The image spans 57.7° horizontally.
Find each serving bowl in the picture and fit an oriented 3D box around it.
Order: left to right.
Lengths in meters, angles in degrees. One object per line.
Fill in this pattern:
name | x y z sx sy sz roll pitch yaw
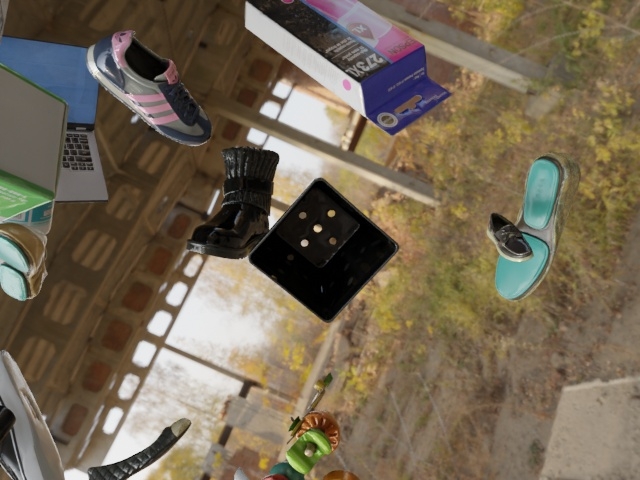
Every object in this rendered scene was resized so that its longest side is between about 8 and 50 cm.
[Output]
serving bowl | -0.142 0.486 1.132 0.027 0.083 0.083 -38 -11 -18

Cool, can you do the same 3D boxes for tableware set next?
tableware set | -0.026 0.341 1.196 0.154 0.024 0.104 -62 -16 20

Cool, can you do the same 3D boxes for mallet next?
mallet | -0.434 0.170 0.696 0.062 0.039 0.190 -60 -49 -66

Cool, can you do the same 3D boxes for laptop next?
laptop | -0.810 -0.337 1.669 0.236 0.382 0.408 -38 64 47

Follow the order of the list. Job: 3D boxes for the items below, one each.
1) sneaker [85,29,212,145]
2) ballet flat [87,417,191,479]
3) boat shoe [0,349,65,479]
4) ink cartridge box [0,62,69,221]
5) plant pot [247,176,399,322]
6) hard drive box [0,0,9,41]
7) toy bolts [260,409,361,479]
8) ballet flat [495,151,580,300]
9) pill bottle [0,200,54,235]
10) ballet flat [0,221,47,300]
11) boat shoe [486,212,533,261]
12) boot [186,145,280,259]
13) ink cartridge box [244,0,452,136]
sneaker | -0.328 -0.313 1.227 0.131 0.319 0.112 -14 58 36
ballet flat | -0.267 0.313 0.854 0.173 0.049 0.057 -34 -10 -4
boat shoe | -0.530 0.334 0.980 0.105 0.306 0.113 -30 -19 -15
ink cartridge box | -0.423 -0.083 0.545 0.211 0.289 0.122 30 -130 -54
plant pot | 0.000 0.000 1.045 0.188 0.187 0.167 -48 13 9
hard drive box | -0.477 -0.267 0.738 0.232 0.089 0.181 -164 86 -69
toy bolts | -0.011 0.514 1.299 0.228 0.218 0.158 -44 -4 17
ballet flat | 0.483 -0.025 1.270 0.123 0.123 0.349 -64 -17 -64
pill bottle | -0.635 -0.146 1.230 0.146 0.146 0.264 -61 -12 -75
ballet flat | -0.437 0.016 0.849 0.232 0.080 0.073 -44 16 55
boat shoe | 0.374 -0.008 1.165 0.152 0.056 0.049 -118 8 -61
boot | -0.211 -0.102 1.428 0.348 0.131 0.260 -30 -52 -72
ink cartridge box | 0.050 -0.345 1.041 0.175 0.371 0.069 -37 -21 -29
